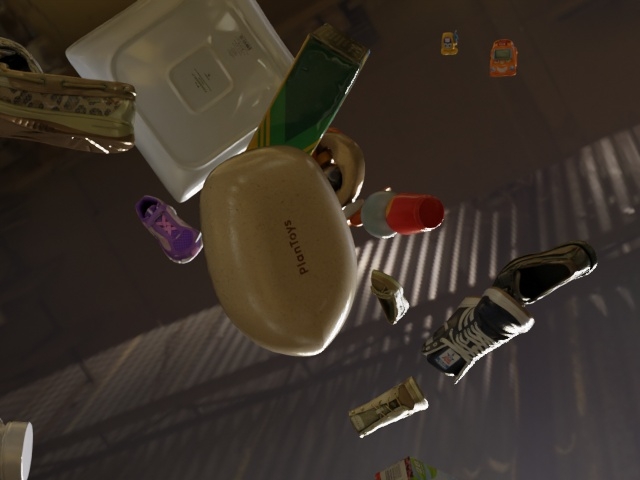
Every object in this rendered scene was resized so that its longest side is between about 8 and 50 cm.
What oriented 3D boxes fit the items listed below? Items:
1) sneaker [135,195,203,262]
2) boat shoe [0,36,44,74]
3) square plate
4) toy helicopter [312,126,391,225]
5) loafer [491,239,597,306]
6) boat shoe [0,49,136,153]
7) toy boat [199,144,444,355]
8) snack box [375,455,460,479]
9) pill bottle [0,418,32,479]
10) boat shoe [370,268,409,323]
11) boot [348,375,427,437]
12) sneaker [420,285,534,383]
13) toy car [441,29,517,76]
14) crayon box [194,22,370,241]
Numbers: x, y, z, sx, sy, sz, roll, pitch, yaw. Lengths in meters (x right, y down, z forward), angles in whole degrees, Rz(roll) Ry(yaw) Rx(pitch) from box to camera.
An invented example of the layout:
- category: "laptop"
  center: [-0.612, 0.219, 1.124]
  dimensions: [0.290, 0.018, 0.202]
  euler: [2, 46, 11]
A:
- category: "sneaker"
  center: [-0.373, -0.034, 2.097]
  dimensions: [0.095, 0.104, 0.236]
  euler: [-45, -130, -7]
- category: "boat shoe"
  center: [-0.523, -0.280, 1.443]
  dimensions: [0.108, 0.102, 0.301]
  euler: [-40, -126, -8]
- category: "square plate"
  center: [-0.222, -0.299, 1.599]
  dimensions: [0.344, 0.347, 0.049]
  euler: [-37, -159, -4]
- category: "toy helicopter"
  center: [0.013, -0.061, 1.909]
  dimensions: [0.235, 0.355, 0.140]
  euler: [31, -150, 28]
- category: "loafer"
  center: [0.423, 0.075, 1.738]
  dimensions: [0.084, 0.096, 0.267]
  euler: [-29, 176, -40]
- category: "boat shoe"
  center: [-0.365, -0.176, 1.066]
  dimensions: [0.285, 0.089, 0.104]
  euler: [11, 168, -34]
- category: "toy boat"
  center: [0.000, 0.000, 1.117]
  dimensions: [0.318, 0.267, 0.148]
  euler: [-17, -171, -26]
- category: "snack box"
  center: [0.164, 0.412, 1.150]
  dimensions: [0.070, 0.174, 0.207]
  euler: [-37, -140, 25]
- category: "pill bottle"
  center: [-0.585, 0.343, 1.420]
  dimensions: [0.209, 0.119, 0.119]
  euler: [4, -170, -9]
- category: "boat shoe"
  center: [0.130, 0.110, 1.711]
  dimensions: [0.056, 0.153, 0.048]
  euler: [21, -112, 31]
- category: "boot"
  center: [0.148, 0.379, 1.969]
  dimensions: [0.165, 0.077, 0.213]
  euler: [-23, 165, -10]
- category: "sneaker"
  center: [0.269, 0.171, 1.534]
  dimensions: [0.153, 0.099, 0.282]
  euler: [-46, 179, -10]
- category: "toy car"
  center: [0.204, -0.248, 1.148]
  dimensions: [0.122, 0.040, 0.060]
  euler: [14, -133, 28]
- category: "crayon box"
  center: [-0.048, -0.138, 1.232]
  dimensions: [0.323, 0.083, 0.203]
  euler: [-58, -176, 19]
